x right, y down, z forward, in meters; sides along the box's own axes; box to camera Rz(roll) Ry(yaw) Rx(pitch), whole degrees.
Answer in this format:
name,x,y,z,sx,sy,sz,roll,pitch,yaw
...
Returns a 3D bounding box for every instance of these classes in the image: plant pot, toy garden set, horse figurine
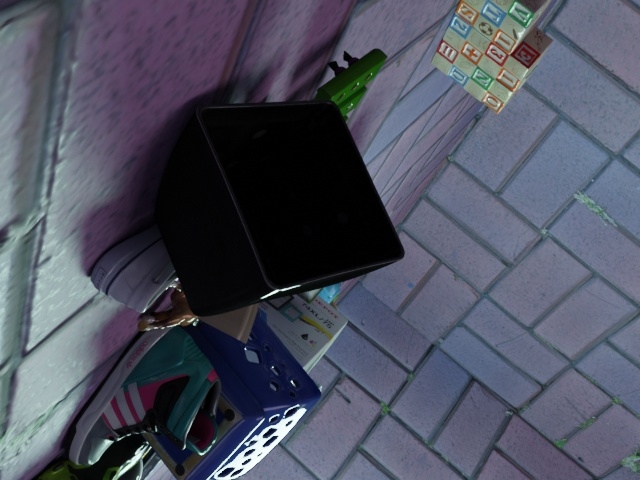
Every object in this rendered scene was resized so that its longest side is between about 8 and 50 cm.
name,x,y,z,sx,sy,sz,roll,pitch,yaw
plant pot,-0.061,-0.019,0.885,0.188,0.187,0.167,-12,164,-43
plant pot,-0.181,0.267,1.463,0.236,0.236,0.212,-48,163,20
plant pot,-0.147,0.092,1.353,0.096,0.109,0.109,-63,174,-9
toy garden set,-0.039,-0.130,1.085,0.204,0.049,0.244,-41,174,-32
horse figurine,-0.139,0.047,1.139,0.263,0.066,0.174,-39,168,4

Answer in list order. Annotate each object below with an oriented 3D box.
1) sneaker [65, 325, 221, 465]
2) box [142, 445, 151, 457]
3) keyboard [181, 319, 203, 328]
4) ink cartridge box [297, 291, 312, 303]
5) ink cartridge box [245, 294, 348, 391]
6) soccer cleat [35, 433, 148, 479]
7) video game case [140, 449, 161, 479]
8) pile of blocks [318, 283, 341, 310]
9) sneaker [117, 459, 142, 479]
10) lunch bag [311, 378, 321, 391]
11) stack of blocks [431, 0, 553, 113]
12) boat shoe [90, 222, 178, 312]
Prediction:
name,x,y,z,sx,sy,sz,roll,pitch,yaw
sneaker,-0.248,0.272,1.303,0.295,0.178,0.124,-53,173,22
box,-0.378,0.420,1.737,0.169,0.059,0.054,-51,176,5
keyboard,-0.229,0.172,1.577,0.072,0.014,0.256,-47,172,-23
ink cartridge box,0.000,0.000,1.702,0.198,0.115,0.273,-49,173,-10
ink cartridge box,-0.108,0.218,1.819,0.197,0.198,0.270,-54,173,25
soccer cleat,-0.385,0.390,1.426,0.121,0.093,0.289,-47,175,30
video game case,-0.419,0.511,1.837,0.274,0.026,0.196,-50,-166,4
pile of blocks,0.010,0.096,2.120,0.112,0.149,0.362,-47,172,-23
sneaker,-0.432,0.490,1.571,0.296,0.104,0.147,-41,174,-29
lunch bag,-0.037,0.335,1.858,0.071,0.053,0.083,-50,164,-18
stack of blocks,0.330,-0.380,1.585,0.087,0.171,0.297,-48,172,-21
boat shoe,-0.157,0.014,0.966,0.226,0.076,0.083,-43,170,-47
